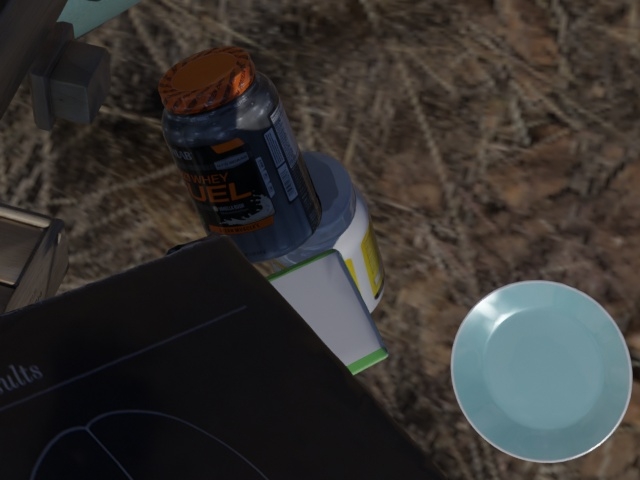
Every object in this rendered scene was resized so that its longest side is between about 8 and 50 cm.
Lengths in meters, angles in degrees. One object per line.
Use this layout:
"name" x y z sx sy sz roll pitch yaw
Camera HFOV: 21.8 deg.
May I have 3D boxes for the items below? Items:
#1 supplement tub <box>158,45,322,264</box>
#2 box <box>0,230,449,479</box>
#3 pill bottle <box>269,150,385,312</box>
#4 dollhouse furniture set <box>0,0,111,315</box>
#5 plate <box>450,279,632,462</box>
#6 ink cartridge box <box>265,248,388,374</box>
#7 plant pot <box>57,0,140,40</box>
"supplement tub" -0.079 -0.082 1.581 0.117 0.117 0.190 -33 123 -17
"box" -0.048 0.230 0.621 0.293 0.395 0.212 -21 154 -52
"pill bottle" 0.000 0.000 1.775 0.119 0.119 0.208 -41 152 -14
"dollhouse furniture set" -0.241 -0.064 0.802 0.174 0.355 0.303 14 53 9
"plate" 0.224 0.131 1.677 0.024 0.188 0.188 -16 113 -68
"ink cartridge box" -0.105 0.126 1.501 0.198 0.273 0.115 -24 86 -41
"plant pot" -0.253 -0.336 1.554 0.334 0.341 0.341 -26 111 0
